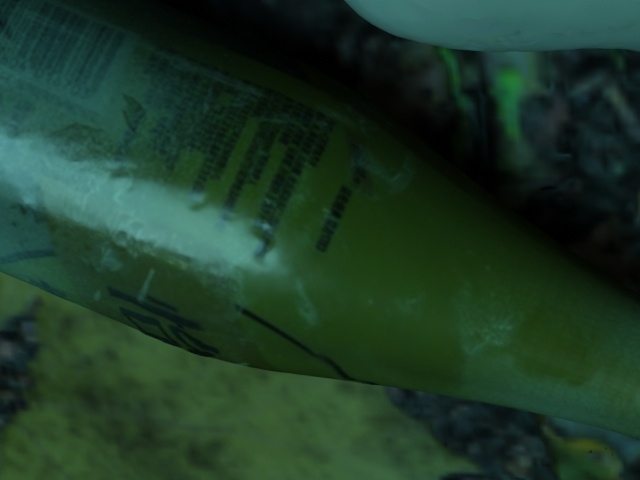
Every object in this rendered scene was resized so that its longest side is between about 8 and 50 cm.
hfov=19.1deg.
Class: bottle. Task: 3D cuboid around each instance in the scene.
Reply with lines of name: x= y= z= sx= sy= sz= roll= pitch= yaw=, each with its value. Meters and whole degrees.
bottle: x=0.000 y=0.000 z=0.503 sx=0.270 sy=0.083 sz=0.083 roll=23 pitch=126 yaw=-1

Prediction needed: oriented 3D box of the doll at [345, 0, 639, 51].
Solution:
doll: x=0.160 y=-0.065 z=0.355 sx=0.311 sy=0.159 sz=0.242 roll=14 pitch=157 yaw=-24
